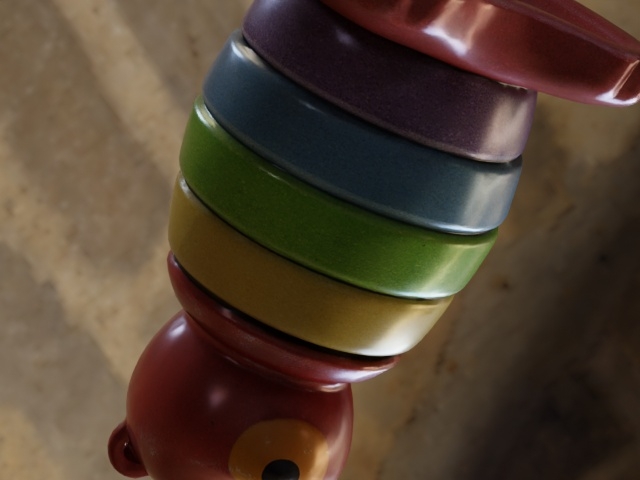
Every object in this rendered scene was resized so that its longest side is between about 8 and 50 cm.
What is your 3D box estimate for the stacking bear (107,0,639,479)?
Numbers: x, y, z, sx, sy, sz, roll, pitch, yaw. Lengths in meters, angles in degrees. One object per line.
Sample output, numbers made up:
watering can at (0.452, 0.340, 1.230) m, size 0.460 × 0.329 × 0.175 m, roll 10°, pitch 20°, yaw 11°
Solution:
stacking bear at (0.000, 0.000, 0.882) m, size 0.175 × 0.289 × 0.164 m, roll 15°, pitch -161°, yaw -31°
